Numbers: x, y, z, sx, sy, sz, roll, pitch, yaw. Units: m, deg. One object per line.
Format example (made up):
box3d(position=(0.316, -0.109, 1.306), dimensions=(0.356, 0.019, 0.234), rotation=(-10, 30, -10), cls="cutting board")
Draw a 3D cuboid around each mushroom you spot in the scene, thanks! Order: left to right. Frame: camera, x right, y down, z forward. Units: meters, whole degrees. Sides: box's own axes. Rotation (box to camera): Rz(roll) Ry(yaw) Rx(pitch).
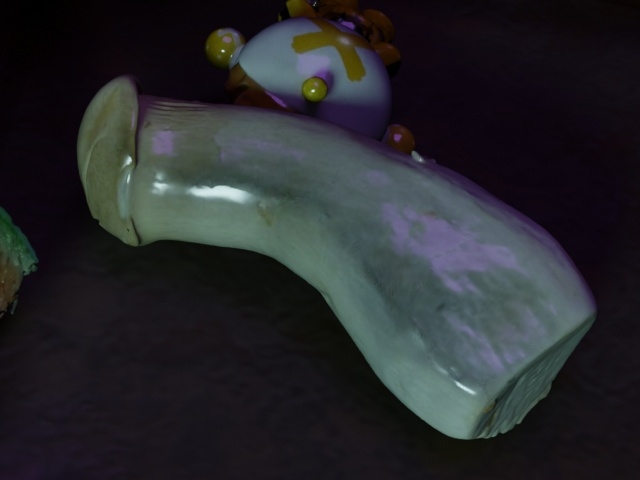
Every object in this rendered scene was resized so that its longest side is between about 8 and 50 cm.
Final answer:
box3d(position=(0.001, -0.004, 0.648), dimensions=(0.223, 0.092, 0.081), rotation=(29, 1, 11), cls="mushroom")

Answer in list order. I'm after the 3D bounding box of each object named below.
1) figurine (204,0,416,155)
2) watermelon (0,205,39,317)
box3d(position=(0.007, -0.076, 0.744), dimensions=(0.101, 0.068, 0.143), rotation=(42, 32, 18), cls="figurine")
box3d(position=(-0.212, 0.004, 0.532), dimensions=(0.128, 0.146, 0.231), rotation=(32, 47, 19), cls="watermelon")
